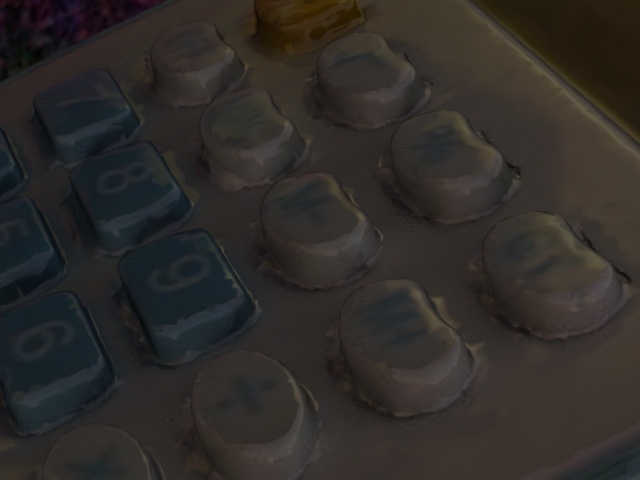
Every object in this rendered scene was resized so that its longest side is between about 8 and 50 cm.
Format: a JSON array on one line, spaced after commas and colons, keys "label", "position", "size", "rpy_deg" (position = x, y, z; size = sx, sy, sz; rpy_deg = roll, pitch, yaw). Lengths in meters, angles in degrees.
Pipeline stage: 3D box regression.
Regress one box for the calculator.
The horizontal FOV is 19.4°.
[{"label": "calculator", "position": [0.000, 0.000, 0.417], "size": [0.386, 0.054, 0.256], "rpy_deg": [-23, 32, -8]}]
